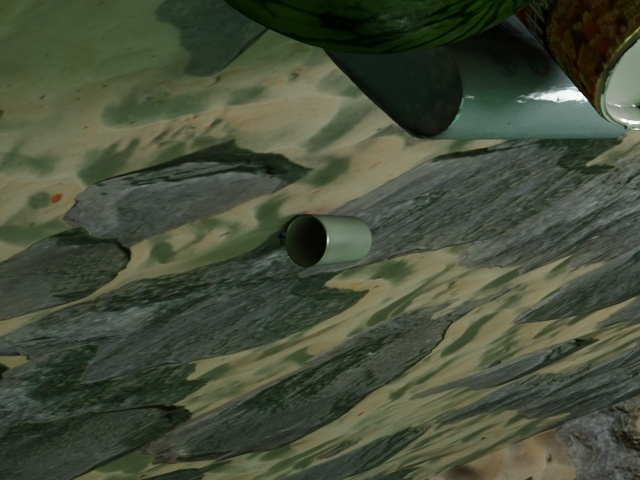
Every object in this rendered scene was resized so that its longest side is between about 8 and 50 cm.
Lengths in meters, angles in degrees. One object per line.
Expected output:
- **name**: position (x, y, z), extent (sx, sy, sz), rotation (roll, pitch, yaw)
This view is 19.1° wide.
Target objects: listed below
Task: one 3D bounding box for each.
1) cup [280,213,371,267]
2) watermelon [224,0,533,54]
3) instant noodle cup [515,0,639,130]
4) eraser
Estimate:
- **cup**: position (0.003, 0.004, 1.953), extent (0.075, 0.054, 0.083), rotation (-35, 160, 33)
- **watermelon**: position (0.064, -0.215, 1.195), extent (0.330, 0.189, 0.331), rotation (-15, 159, -6)
- **instant noodle cup**: position (0.235, -0.196, 1.392), extent (0.213, 0.174, 0.213), rotation (-21, 151, -12)
- **eraser**: position (0.126, -0.144, 1.487), extent (0.227, 0.174, 0.081), rotation (-4, 127, -44)
